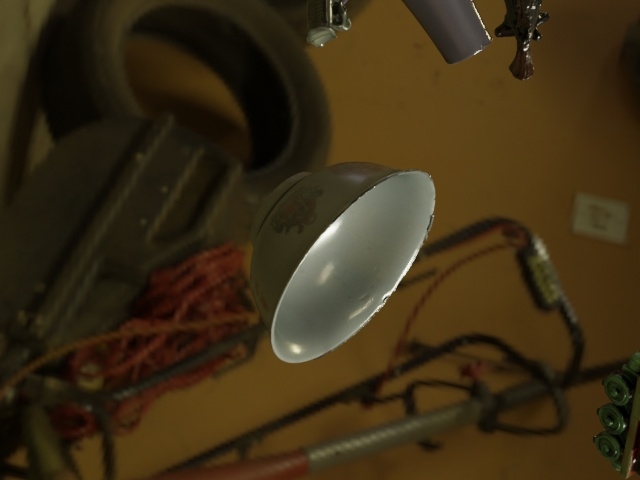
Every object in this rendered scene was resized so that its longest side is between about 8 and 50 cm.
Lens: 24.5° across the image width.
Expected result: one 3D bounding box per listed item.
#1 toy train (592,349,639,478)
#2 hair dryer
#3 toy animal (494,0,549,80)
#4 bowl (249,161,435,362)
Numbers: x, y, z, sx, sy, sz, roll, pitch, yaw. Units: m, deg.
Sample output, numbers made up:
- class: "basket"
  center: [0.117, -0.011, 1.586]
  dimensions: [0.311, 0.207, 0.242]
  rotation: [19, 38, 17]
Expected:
- class: "toy train"
  center: [0.398, 0.221, 1.787]
  dimensions: [0.074, 0.118, 0.176]
  rotation: [-23, 130, -34]
- class: "hair dryer"
  center: [0.060, -0.287, 1.647]
  dimensions: [0.301, 0.121, 0.361]
  rotation: [58, 36, -16]
- class: "toy animal"
  center: [0.260, -0.312, 1.856]
  dimensions: [0.105, 0.070, 0.202]
  rotation: [-80, 173, -53]
- class: "bowl"
  center: [0.000, 0.000, 2.153]
  dimensions: [0.345, 0.157, 0.345]
  rotation: [-40, 152, -26]
